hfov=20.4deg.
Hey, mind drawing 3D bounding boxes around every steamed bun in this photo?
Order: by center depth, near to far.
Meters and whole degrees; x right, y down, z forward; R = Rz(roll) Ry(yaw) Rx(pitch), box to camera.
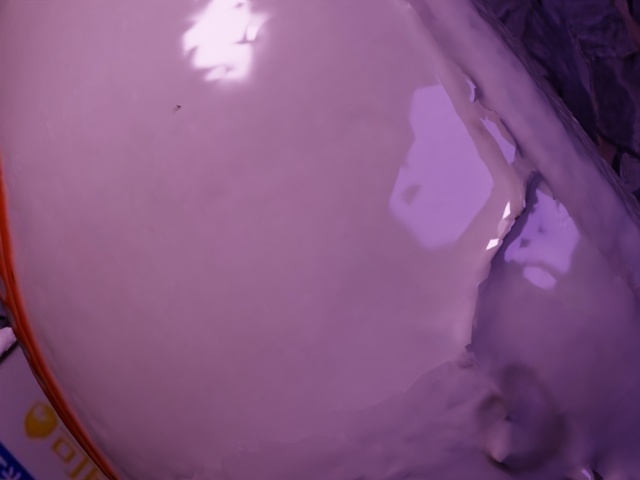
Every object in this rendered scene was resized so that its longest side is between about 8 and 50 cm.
[{"bbox_3d":[0.000,0.000,0.740,0.374,0.241,0.374,51,13,-17],"label":"steamed bun"}]

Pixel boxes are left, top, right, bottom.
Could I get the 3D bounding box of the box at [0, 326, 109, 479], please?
[{"bbox_3d":[-0.099,0.229,0.762,0.343,0.065,0.200,51,56,-18],"label":"box"}]
